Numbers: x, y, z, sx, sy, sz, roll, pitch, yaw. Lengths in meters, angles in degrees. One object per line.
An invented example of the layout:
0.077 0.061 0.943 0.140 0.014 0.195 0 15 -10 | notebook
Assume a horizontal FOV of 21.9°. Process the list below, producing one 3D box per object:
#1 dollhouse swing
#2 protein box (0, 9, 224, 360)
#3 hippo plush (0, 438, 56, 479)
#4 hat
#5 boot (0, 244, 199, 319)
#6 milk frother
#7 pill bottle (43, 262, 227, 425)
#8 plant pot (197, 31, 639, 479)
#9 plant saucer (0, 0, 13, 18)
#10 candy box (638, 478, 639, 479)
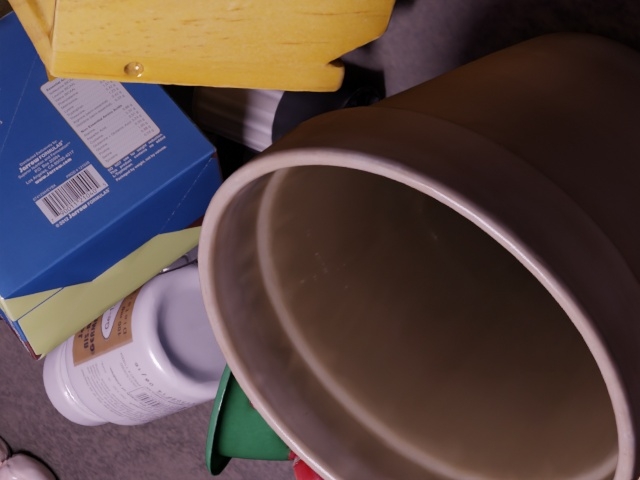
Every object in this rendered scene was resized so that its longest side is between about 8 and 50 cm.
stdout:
-0.101 -0.340 1.206 0.315 0.305 0.347 2 139 -12 | dollhouse swing
-0.213 -0.057 1.306 0.201 0.200 0.136 49 166 20 | protein box
-0.457 0.385 2.028 0.234 0.236 0.294 50 142 -6 | hippo plush
0.010 0.166 1.495 0.184 0.173 0.208 20 140 11 | hat
-0.213 0.000 1.514 0.338 0.223 0.118 -8 83 19 | boot
-0.046 -0.088 1.299 0.135 0.129 0.143 22 180 27 | milk frother
-0.173 0.110 1.612 0.229 0.131 0.131 -24 105 50 | pill bottle
0.125 0.005 1.128 0.323 0.280 0.323 24 136 25 | plant pot
-0.311 -0.207 1.427 0.188 0.188 0.045 16 151 32 | plant saucer
0.155 0.161 1.393 0.316 0.087 0.183 4 127 40 | candy box
